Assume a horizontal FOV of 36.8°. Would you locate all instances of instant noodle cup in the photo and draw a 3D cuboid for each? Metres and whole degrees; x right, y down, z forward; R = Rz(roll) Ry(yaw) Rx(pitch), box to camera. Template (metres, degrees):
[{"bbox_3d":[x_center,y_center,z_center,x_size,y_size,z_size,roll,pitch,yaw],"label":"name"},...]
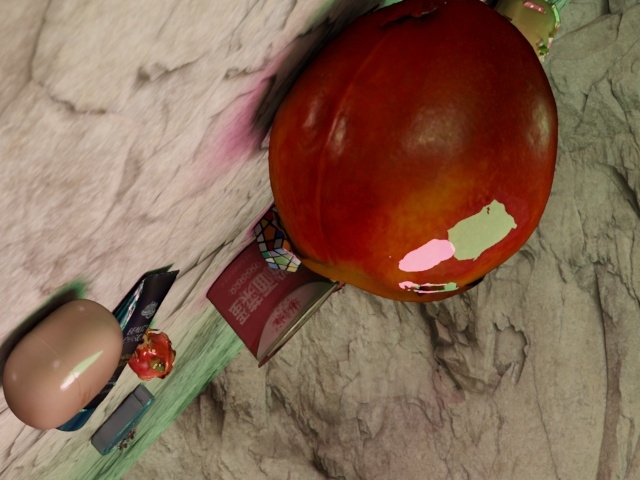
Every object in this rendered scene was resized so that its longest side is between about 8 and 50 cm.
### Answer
[{"bbox_3d":[-0.102,0.110,1.905,0.235,0.178,0.235,-47,176,-5],"label":"instant noodle cup"}]

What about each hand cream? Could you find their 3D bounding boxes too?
[{"bbox_3d":[-0.298,0.151,1.376,0.271,0.061,0.120,-56,168,10],"label":"hand cream"}]

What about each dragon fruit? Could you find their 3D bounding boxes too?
[{"bbox_3d":[-0.282,0.189,1.597,0.081,0.086,0.116,-9,165,1],"label":"dragon fruit"}]

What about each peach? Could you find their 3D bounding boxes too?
[{"bbox_3d":[0.108,-0.117,1.164,0.370,0.370,0.370,-47,175,-5],"label":"peach"}]

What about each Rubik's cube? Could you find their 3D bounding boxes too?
[{"bbox_3d":[-0.057,-0.008,1.754,0.133,0.133,0.112,-41,148,-51],"label":"Rubik's cube"}]

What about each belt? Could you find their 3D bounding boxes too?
[{"bbox_3d":[-0.419,0.388,2.089,0.179,0.065,0.100,-48,165,13],"label":"belt"}]

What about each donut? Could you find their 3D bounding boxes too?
[{"bbox_3d":[0.401,-0.383,2.076,0.307,0.150,0.371,96,19,-65],"label":"donut"}]

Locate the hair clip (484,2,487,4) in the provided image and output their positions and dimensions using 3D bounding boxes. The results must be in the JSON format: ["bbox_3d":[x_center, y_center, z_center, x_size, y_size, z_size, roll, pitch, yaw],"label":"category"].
[{"bbox_3d":[0.221,-0.364,1.702,0.072,0.046,0.173,-29,163,-43],"label":"hair clip"}]

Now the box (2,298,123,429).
[{"bbox_3d":[-0.293,0.143,1.097,0.146,0.088,0.200,-43,173,-27],"label":"box"}]

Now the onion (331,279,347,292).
[{"bbox_3d":[0.000,0.000,2.141,0.230,0.163,0.230,-32,136,-37],"label":"onion"}]
